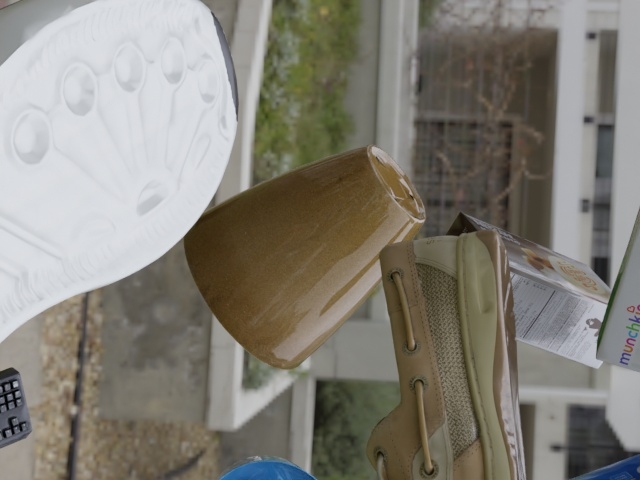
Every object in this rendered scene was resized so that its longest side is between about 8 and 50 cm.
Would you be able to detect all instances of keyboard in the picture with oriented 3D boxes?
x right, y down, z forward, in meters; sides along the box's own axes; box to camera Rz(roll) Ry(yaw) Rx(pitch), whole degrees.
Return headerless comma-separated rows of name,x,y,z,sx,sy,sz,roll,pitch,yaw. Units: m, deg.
keyboard,-0.386,0.182,1.165,0.180,0.023,0.108,-19,102,-39

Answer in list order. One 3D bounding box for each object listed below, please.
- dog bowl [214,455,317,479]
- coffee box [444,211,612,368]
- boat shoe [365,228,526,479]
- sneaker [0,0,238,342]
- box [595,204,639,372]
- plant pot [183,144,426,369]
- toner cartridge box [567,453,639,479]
dog bowl,-0.109,0.370,1.316,0.297,0.166,0.074,-46,-172,2
coffee box,0.285,0.069,1.558,0.098,0.246,0.141,-59,-150,18
boat shoe,0.095,0.159,0.857,0.121,0.110,0.341,59,29,-62
sneaker,-0.208,-0.024,0.492,0.323,0.236,0.130,-47,134,-47
box,0.476,0.040,1.354,0.127,0.231,0.262,-51,155,-58
plant pot,0.000,0.000,1.448,0.237,0.254,0.237,46,22,-25
toner cartridge box,0.370,0.368,1.411,0.075,0.348,0.165,-134,-154,-77
